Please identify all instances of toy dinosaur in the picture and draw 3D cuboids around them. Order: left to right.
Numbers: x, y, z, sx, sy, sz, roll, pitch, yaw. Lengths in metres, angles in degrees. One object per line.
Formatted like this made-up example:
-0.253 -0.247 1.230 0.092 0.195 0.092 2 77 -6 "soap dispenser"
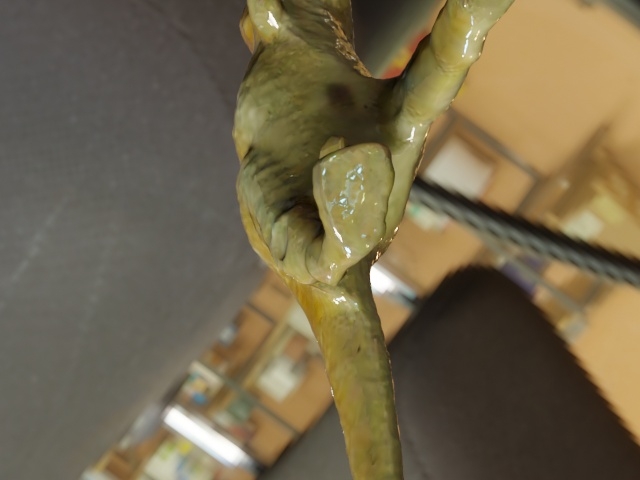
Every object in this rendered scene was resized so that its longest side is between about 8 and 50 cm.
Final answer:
0.000 0.000 0.389 0.126 0.039 0.162 168 -74 -73 "toy dinosaur"
